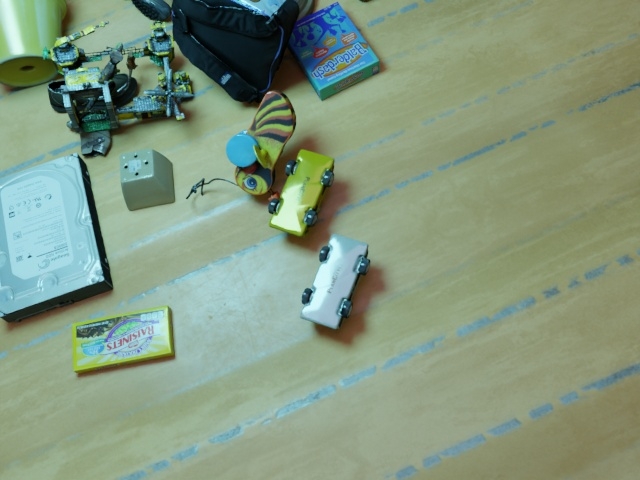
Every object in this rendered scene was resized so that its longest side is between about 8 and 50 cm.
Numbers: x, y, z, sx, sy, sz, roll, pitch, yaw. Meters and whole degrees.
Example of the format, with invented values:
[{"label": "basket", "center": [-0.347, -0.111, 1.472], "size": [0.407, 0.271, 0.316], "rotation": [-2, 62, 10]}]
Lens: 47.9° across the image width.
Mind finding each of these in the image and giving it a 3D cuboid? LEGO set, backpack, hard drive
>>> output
[{"label": "LEGO set", "center": [-0.453, -0.379, 1.608], "size": [0.331, 0.192, 0.254], "rotation": [-2, 79, -11]}, {"label": "backpack", "center": [-0.194, -0.494, 1.619], "size": [0.263, 0.276, 0.213], "rotation": [23, 51, -5]}, {"label": "hard drive", "center": [-0.606, -0.011, 1.580], "size": [0.237, 0.064, 0.339], "rotation": [-19, 66, -1]}]

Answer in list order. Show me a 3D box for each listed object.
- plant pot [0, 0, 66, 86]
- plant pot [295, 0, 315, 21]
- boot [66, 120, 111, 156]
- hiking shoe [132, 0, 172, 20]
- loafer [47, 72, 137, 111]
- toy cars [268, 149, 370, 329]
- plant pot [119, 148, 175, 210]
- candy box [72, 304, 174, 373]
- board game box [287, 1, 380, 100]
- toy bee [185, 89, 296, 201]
[{"label": "plant pot", "center": [-0.732, -0.513, 1.739], "size": [0.254, 0.254, 0.239], "rotation": [-16, 81, 0]}, {"label": "plant pot", "center": [-0.137, -0.617, 1.772], "size": [0.237, 0.109, 0.237], "rotation": [-3, 65, 7]}, {"label": "boot", "center": [-0.548, -0.239, 1.690], "size": [0.118, 0.042, 0.087], "rotation": [0, 73, 15]}, {"label": "hiking shoe", "center": [-0.443, -0.651, 1.837], "size": [0.227, 0.086, 0.114], "rotation": [40, 78, 21]}, {"label": "loafer", "center": [-0.550, -0.359, 1.721], "size": [0.220, 0.078, 0.080], "rotation": [-12, 65, 2]}, {"label": "toy cars", "center": [0.000, 0.000, 1.492], "size": [0.176, 0.087, 0.393], "rotation": [-21, 68, 3]}, {"label": "plant pot", "center": [-0.391, -0.143, 1.594], "size": [0.109, 0.096, 0.109], "rotation": [-10, 65, 1]}, {"label": "candy box", "center": [-0.405, 0.203, 1.477], "size": [0.206, 0.027, 0.105], "rotation": [-11, 68, 2]}, {"label": "board game box", "center": [0.021, -0.452, 1.710], "size": [0.160, 0.047, 0.210], "rotation": [-28, 66, -6]}, {"label": "toy bee", "center": [-0.130, -0.169, 1.560], "size": [0.162, 0.298, 0.195], "rotation": [39, 36, -7]}]
